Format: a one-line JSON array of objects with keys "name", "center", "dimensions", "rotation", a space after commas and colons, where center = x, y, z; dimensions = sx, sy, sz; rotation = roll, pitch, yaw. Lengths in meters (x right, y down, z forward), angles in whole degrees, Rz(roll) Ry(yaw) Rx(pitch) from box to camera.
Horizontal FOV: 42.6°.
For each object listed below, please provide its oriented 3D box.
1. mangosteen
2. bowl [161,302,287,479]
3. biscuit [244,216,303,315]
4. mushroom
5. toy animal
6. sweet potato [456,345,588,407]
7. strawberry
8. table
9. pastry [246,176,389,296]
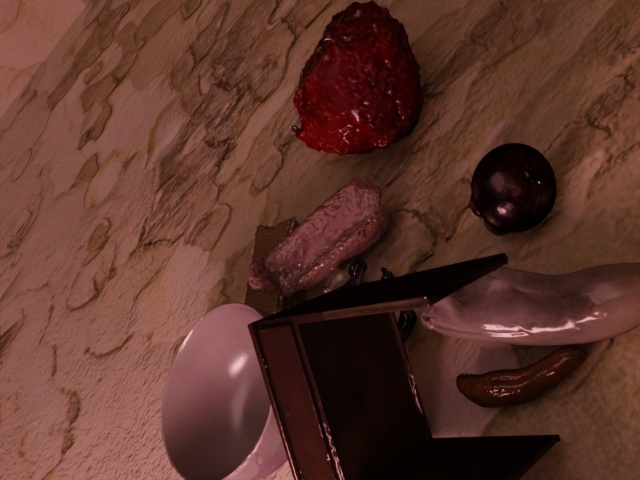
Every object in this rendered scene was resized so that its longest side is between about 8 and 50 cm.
[{"name": "mangosteen", "center": [0.265, -0.068, 1.164], "dimensions": [0.140, 0.140, 0.140], "rotation": [-24, 51, 33]}, {"name": "bowl", "center": [-0.114, 0.254, 1.303], "dimensions": [0.287, 0.144, 0.286], "rotation": [-26, 53, 39]}, {"name": "biscuit", "center": [-0.081, 0.070, 1.461], "dimensions": [0.108, 0.062, 0.238], "rotation": [-15, 56, 39]}, {"name": "mushroom", "center": [0.285, 0.083, 1.065], "dimensions": [0.351, 0.097, 0.109], "rotation": [-6, 65, 39]}, {"name": "toy animal", "center": [0.067, 0.112, 1.270], "dimensions": [0.121, 0.094, 0.225], "rotation": [-49, 41, 24]}, {"name": "sweet potato", "center": [0.260, 0.181, 1.056], "dimensions": [0.182, 0.054, 0.053], "rotation": [-23, 93, 28]}, {"name": "strawberry", "center": [0.073, -0.263, 1.413], "dimensions": [0.274, 0.220, 0.274], "rotation": [-60, 3, 5]}, {"name": "table", "center": [0.101, 0.177, 1.016], "dimensions": [0.282, 0.196, 0.250], "rotation": [-14, 93, 43]}, {"name": "pastry", "center": [0.002, 0.007, 1.361], "dimensions": [0.265, 0.112, 0.103], "rotation": [-33, 58, 0]}]
